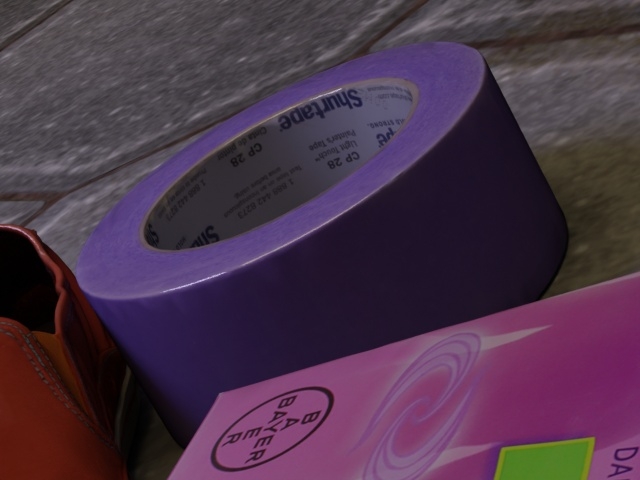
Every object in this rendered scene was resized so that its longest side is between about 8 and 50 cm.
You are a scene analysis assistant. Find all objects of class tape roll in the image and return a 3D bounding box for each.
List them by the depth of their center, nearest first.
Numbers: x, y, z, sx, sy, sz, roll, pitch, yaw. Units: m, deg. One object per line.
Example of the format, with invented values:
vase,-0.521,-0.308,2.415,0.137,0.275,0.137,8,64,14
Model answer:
tape roll,0.000,0.000,0.797,0.189,0.080,0.189,-25,21,10

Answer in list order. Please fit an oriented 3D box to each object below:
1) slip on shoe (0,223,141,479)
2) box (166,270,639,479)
slip on shoe,-0.126,0.086,0.731,0.123,0.101,0.331,-25,22,6
box,0.065,0.107,0.395,0.243,0.117,0.213,-17,23,29
